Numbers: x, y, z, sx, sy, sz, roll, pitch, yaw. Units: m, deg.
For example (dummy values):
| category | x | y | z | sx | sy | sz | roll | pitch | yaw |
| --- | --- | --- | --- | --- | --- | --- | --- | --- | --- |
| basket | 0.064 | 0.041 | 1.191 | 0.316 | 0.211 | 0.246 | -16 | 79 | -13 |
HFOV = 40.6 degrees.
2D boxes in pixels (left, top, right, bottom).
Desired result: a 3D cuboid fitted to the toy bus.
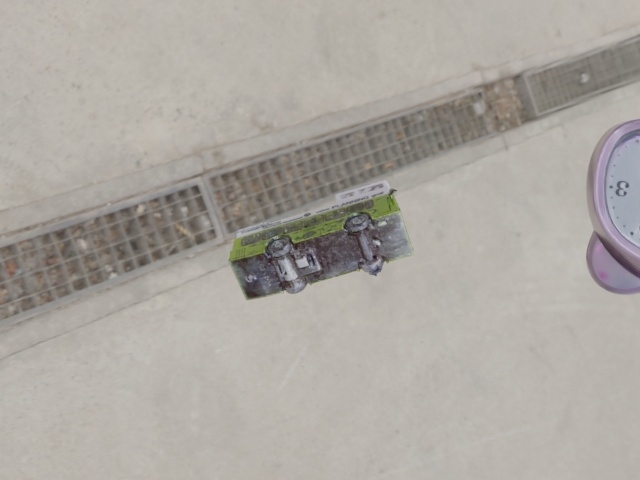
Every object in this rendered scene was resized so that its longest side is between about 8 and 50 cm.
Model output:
| category | x | y | z | sx | sy | sz | roll | pitch | yaw |
| --- | --- | --- | --- | --- | --- | --- | --- | --- | --- |
| toy bus | 0.000 | 0.000 | 1.482 | 0.139 | 0.301 | 0.113 | -93 | 165 | -59 |

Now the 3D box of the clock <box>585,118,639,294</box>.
| category | x | y | z | sx | sy | sz | roll | pitch | yaw |
| --- | --- | --- | --- | --- | --- | --- | --- | --- | --- |
| clock | 0.229 | -0.011 | 0.502 | 0.050 | 0.152 | 0.110 | 0 | 101 | -71 |
